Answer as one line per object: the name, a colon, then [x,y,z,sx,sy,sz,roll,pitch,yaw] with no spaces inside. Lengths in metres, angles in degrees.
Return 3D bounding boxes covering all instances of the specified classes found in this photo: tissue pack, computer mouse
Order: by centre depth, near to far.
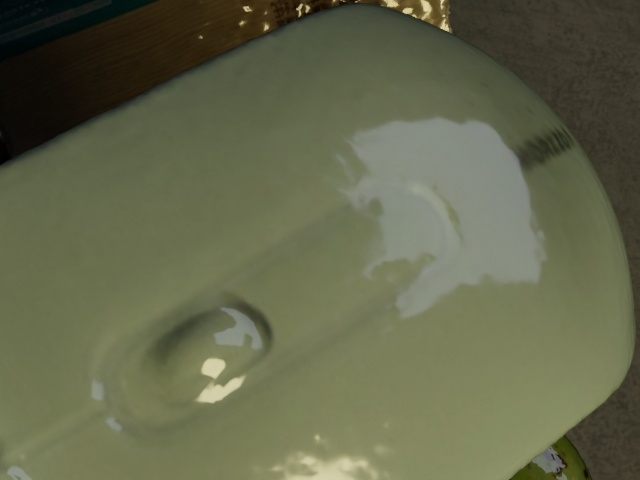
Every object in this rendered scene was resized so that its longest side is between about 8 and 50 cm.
computer mouse: [0.004,0.010,0.482,0.128,0.079,0.231,53,38,4]
tissue pack: [-0.042,-0.079,0.731,0.120,0.169,0.082,-121,-169,-65]

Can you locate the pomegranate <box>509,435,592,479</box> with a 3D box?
pomegranate: [0.087,0.150,1.037,0.114,0.114,0.142,52,26,-11]
